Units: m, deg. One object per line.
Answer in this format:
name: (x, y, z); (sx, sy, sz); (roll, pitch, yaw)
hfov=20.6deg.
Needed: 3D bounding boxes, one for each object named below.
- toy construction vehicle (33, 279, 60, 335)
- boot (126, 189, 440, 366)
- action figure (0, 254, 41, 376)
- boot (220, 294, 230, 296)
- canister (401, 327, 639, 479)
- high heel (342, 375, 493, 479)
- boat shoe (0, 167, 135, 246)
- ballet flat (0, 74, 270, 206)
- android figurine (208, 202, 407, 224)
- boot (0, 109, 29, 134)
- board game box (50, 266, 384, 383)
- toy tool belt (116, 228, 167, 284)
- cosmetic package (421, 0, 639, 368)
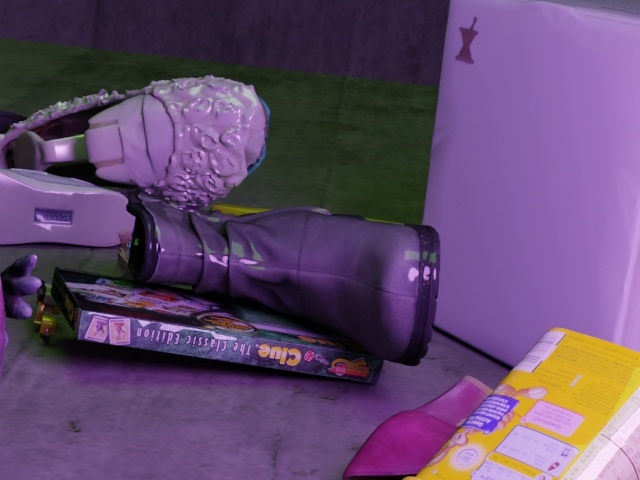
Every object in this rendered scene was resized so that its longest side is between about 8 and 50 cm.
toy construction vehicle: (-0.205, 0.067, 1.519); (0.086, 0.035, 0.098); (14, 13, -15)
boot: (-0.044, 0.025, 1.449); (0.223, 0.118, 0.338); (8, 0, -17)
action figure: (-0.372, 0.036, 1.068); (0.370, 0.248, 0.276); (3, 12, -25)
boot: (-0.047, 0.047, 1.656); (0.106, 0.037, 0.114); (0, 2, 41)
canister: (0.137, 0.138, 1.067); (0.126, 0.073, 0.170); (18, 52, 43)
high heel: (0.124, 0.176, 1.142); (0.117, 0.082, 0.244); (-34, 45, -20)
boat shoe: (-0.309, -0.034, 1.831); (0.227, 0.079, 0.081); (8, 4, -20)
ballet flat: (-0.226, -0.095, 1.910); (0.147, 0.147, 0.409); (-5, 0, -41)
android figurine: (0.000, 0.000, 1.796); (0.248, 0.056, 0.273); (4, 5, -35)
boot: (-0.470, -0.132, 2.140); (0.263, 0.091, 0.229); (3, 10, -23)
board game box: (-0.088, 0.071, 1.474); (0.259, 0.030, 0.136); (10, 8, -20)
toy tool belt: (-0.158, 0.015, 1.712); (0.083, 0.051, 0.052); (3, 13, -15)
cosmetic package: (0.344, -0.048, 1.614); (0.394, 0.327, 0.329); (0, 14, -29)
